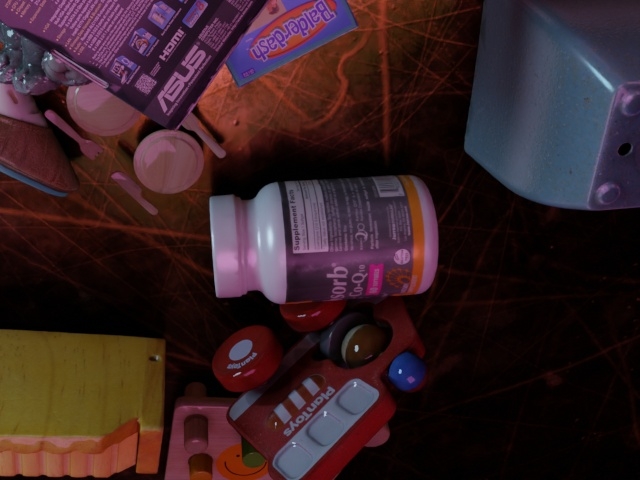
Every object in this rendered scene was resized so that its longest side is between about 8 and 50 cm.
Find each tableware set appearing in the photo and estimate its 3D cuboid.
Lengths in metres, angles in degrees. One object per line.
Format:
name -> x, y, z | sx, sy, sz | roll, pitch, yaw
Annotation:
tableware set -> -0.223, -0.137, 0.880 | 0.128, 0.039, 0.194 | -39, 124, 5

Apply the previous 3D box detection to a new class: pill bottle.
pill bottle -> 0.000, 0.000, 0.936 | 0.279, 0.162, 0.162 | -4, 124, -7

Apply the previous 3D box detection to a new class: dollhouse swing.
dollhouse swing -> -0.408, 0.298, 1.006 | 0.347, 0.315, 0.304 | 6, 111, -14

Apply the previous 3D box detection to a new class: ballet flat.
ballet flat -> -0.415, -0.170, 0.799 | 0.343, 0.116, 0.124 | 26, 96, -20

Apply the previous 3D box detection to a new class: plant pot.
plant pot -> 0.337, -0.162, 0.833 | 0.248, 0.252, 0.247 | -4, 123, -8

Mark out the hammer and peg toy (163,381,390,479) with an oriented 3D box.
hammer and peg toy -> -0.071, 0.368, 1.188 | 0.362, 0.127, 0.265 | 6, 122, -14

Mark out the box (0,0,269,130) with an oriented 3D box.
box -> -0.141, -0.334, 0.581 | 0.318, 0.097, 0.394 | 31, 103, -34

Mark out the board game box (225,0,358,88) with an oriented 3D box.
board game box -> -0.073, -0.298, 0.794 | 0.160, 0.047, 0.210 | -25, 123, 7

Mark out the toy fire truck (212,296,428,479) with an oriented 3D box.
toy fire truck -> 0.018, 0.188, 0.981 | 0.302, 0.254, 0.169 | -40, 122, -18

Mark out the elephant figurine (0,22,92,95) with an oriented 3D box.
elephant figurine -> -0.288, -0.276, 0.694 | 0.170, 0.186, 0.239 | -3, 134, 11
